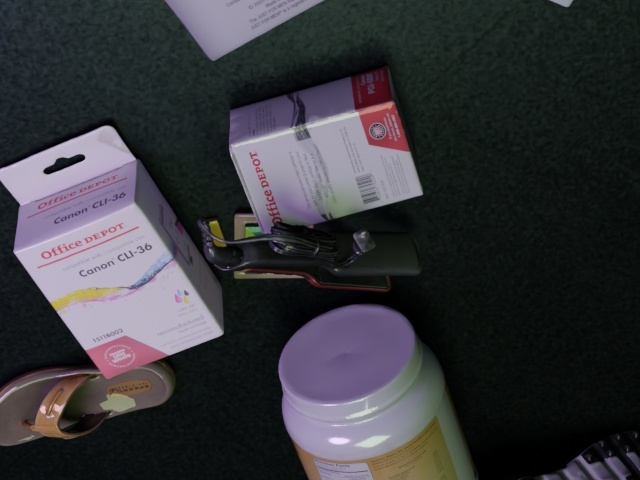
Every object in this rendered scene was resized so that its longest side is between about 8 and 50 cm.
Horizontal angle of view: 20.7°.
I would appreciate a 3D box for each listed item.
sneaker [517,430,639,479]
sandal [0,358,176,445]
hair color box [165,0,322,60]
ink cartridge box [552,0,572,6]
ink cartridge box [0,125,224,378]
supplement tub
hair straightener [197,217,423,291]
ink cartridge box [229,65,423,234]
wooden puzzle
[{"bbox_3d":[0.254,0.251,1.641,0.234,0.078,0.106,-18,138,-17],"label":"sneaker"},{"bbox_3d":[-0.216,0.148,1.554,0.180,0.049,0.072,-13,128,5],"label":"sandal"},{"bbox_3d":[-0.097,-0.320,1.161,0.185,0.114,0.374,-27,126,15],"label":"hair color box"},{"bbox_3d":[0.164,-0.274,1.244,0.127,0.072,0.175,20,124,-18],"label":"ink cartridge box"},{"bbox_3d":[-0.174,0.011,1.440,0.115,0.067,0.198,-22,126,13],"label":"ink cartridge box"},{"bbox_3d":[0.050,0.168,1.533,0.144,0.144,0.200,-15,127,7],"label":"supplement tub"},{"bbox_3d":[0.000,0.000,1.396,0.230,0.047,0.089,11,151,-42],"label":"hair straightener"},{"bbox_3d":[0.004,-0.071,1.398,0.135,0.056,0.099,-14,128,7],"label":"ink cartridge box"},{"bbox_3d":[-0.041,0.006,1.482,0.116,0.014,0.079,-6,128,-1],"label":"wooden puzzle"}]
